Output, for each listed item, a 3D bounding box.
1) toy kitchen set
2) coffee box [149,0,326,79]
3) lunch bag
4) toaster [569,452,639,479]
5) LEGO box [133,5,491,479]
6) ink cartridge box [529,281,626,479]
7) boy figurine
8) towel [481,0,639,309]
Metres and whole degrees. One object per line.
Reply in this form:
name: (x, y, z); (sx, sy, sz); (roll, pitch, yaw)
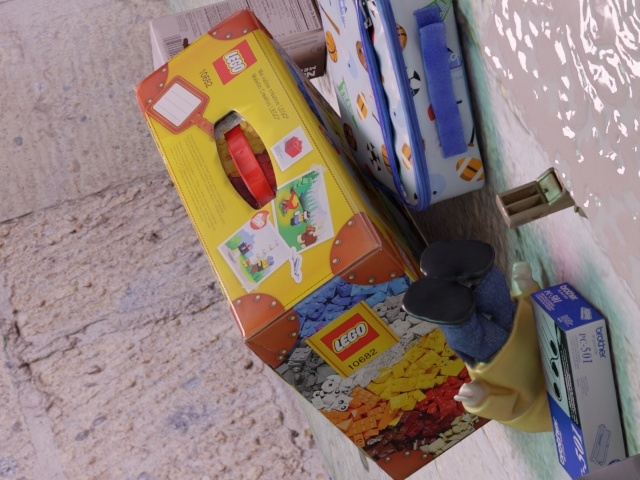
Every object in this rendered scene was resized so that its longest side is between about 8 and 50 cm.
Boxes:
toy kitchen set: (0.213, -0.040, 1.518); (0.083, 0.075, 0.068); (83, 165, -64)
coffee box: (-0.123, -0.286, 2.445); (0.141, 0.247, 0.098); (98, 154, -66)
lunch bag: (0.088, -0.194, 1.849); (0.243, 0.115, 0.303); (-136, 29, -66)
toaster: (0.277, 0.301, 1.516); (0.110, 0.186, 0.168); (-114, 4, -46)
LEGO box: (0.000, 0.000, 2.047); (0.372, 0.193, 0.500); (47, -169, -44)
ink cartridge box: (0.265, 0.156, 1.660); (0.097, 0.046, 0.207); (-125, 19, -64)
boy figurine: (0.191, 0.108, 1.714); (0.285, 0.092, 0.177); (51, -126, -47)
towel: (0.235, -0.133, 1.213); (0.317, 0.053, 0.331); (99, 149, -56)
